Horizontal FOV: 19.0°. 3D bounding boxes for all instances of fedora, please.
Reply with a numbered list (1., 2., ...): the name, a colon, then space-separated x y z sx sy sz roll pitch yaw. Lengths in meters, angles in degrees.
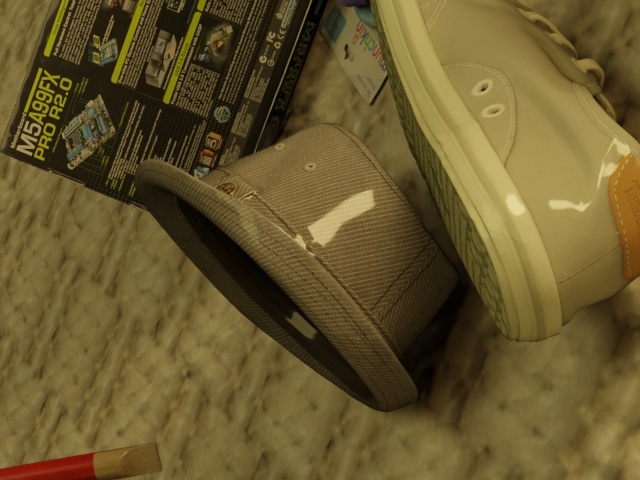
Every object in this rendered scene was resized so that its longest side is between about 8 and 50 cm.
1. fedora: 0.000 0.000 1.357 0.124 0.244 0.275 -45 25 -10

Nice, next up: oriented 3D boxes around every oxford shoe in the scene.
1. oxford shoe: 0.120 -0.089 1.264 0.130 0.169 0.449 -21 32 0

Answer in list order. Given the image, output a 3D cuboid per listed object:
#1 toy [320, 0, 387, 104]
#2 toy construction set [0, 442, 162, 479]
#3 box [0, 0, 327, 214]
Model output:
1. toy: 0.052 -0.244 1.515 0.237 0.056 0.137 -60 31 22
2. toy construction set: -0.125 0.301 1.414 0.237 0.257 0.309 -12 77 9
3. box: -0.127 -0.161 1.631 0.060 0.216 0.270 -10 -59 -77
